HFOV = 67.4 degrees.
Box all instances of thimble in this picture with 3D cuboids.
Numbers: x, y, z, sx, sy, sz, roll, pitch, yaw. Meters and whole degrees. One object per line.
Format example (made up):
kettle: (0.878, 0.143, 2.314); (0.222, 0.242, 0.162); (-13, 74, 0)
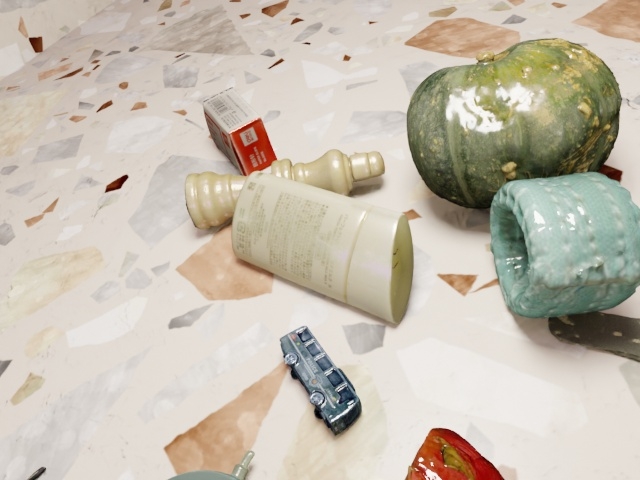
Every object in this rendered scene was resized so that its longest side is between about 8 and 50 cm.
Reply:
thimble: (0.329, 0.009, 0.661); (0.143, 0.198, 0.235); (-8, 12, 7)

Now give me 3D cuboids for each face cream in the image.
face cream: (0.000, 0.000, 0.819); (0.349, 0.173, 0.081); (19, 13, 30)

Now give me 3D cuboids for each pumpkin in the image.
pumpkin: (0.319, -0.192, 0.809); (0.328, 0.257, 0.291); (-9, 20, 31)

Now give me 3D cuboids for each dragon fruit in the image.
dragon fruit: (0.153, 0.270, 0.514); (0.121, 0.161, 0.127); (12, 63, 29)

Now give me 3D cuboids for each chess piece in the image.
chess piece: (-0.067, -0.113, 0.972); (0.397, 0.117, 0.117); (-10, 46, 5)

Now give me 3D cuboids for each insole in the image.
insole: (0.443, 0.134, 0.647); (0.248, 0.011, 0.081); (9, 48, 25)

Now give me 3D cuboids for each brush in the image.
brush: (-0.441, 0.364, 0.702); (0.083, 0.008, 0.024); (-41, 46, -21)

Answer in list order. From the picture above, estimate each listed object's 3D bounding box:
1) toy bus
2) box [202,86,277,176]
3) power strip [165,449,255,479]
toy bus: (-0.003, 0.198, 0.699); (0.065, 0.047, 0.166); (-28, 45, -15)
box: (-0.194, -0.252, 1.124); (0.099, 0.133, 0.182); (-30, 48, -12)
power strip: (-0.164, 0.369, 0.582); (0.253, 0.054, 0.167); (-41, 50, -20)
